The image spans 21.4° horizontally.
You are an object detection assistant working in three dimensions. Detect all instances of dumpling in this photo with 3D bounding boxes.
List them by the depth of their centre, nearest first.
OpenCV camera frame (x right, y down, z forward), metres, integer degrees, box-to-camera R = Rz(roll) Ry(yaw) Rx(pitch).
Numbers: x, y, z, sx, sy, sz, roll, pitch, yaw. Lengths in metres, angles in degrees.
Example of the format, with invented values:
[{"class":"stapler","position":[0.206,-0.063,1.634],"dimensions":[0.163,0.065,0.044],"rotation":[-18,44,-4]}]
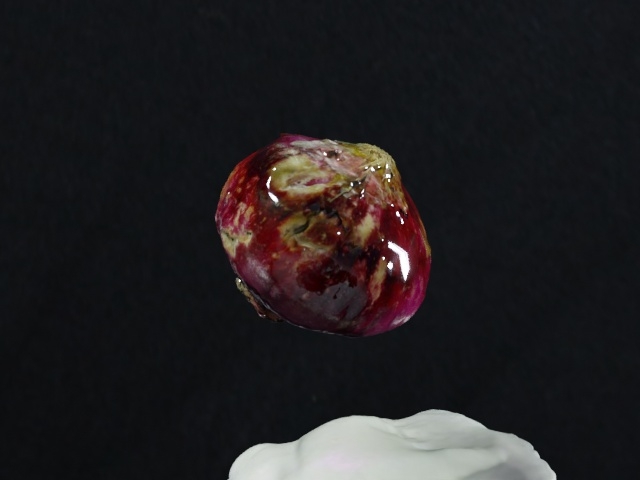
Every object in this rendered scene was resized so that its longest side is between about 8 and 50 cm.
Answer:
[{"class":"dumpling","position":[-0.001,0.114,0.605],"dimensions":[0.188,0.127,0.108],"rotation":[-34,-54,17]}]

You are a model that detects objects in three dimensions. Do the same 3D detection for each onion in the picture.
[{"class":"onion","position":[0.000,0.000,0.783],"dimensions":[0.107,0.107,0.097],"rotation":[30,-59,-23]}]
